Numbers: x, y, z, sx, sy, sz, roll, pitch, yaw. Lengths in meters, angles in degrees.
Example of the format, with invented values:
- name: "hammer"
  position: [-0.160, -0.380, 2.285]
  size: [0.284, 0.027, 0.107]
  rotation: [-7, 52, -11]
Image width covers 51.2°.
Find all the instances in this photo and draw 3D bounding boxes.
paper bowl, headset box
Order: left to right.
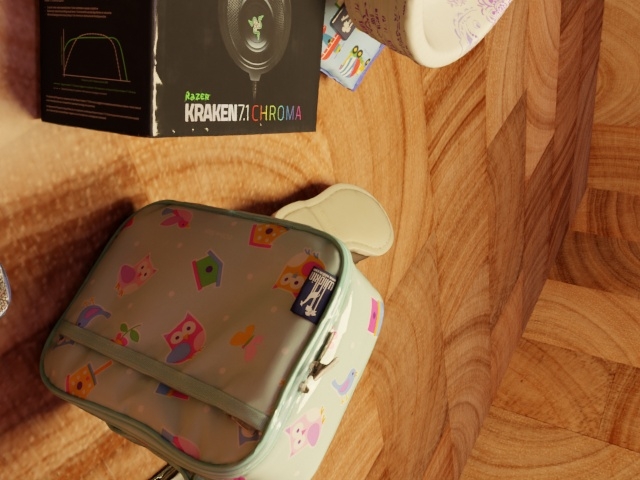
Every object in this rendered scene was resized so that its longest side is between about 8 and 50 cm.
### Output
- name: "headset box"
  position: [-0.105, -0.240, 0.588]
  size: [0.246, 0.131, 0.283]
  rotation: [-16, 114, -58]
- name: "paper bowl"
  position: [0.123, -0.335, 0.677]
  size: [0.284, 0.148, 0.284]
  rotation: [-44, 158, -23]

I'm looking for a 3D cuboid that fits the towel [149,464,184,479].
- name: "towel"
  position: [-0.181, 0.421, 0.799]
  size: [0.312, 0.056, 0.324]
  rotation: [-33, 128, -51]

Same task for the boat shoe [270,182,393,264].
- name: "boat shoe"
  position: [0.000, 0.000, 0.908]
  size: [0.117, 0.096, 0.324]
  rotation: [59, 29, 6]

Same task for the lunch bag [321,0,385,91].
- name: "lunch bag"
  position: [0.026, -0.338, 0.820]
  size: [0.221, 0.138, 0.293]
  rotation: [17, 98, -63]

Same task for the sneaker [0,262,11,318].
- name: "sneaker"
  position: [-0.268, -0.018, 0.435]
  size: [0.083, 0.087, 0.221]
  rotation: [-53, 143, -35]

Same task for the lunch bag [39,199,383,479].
- name: "lunch bag"
  position: [-0.097, 0.086, 0.580]
  size: [0.224, 0.279, 0.108]
  rotation: [-61, 143, -23]
